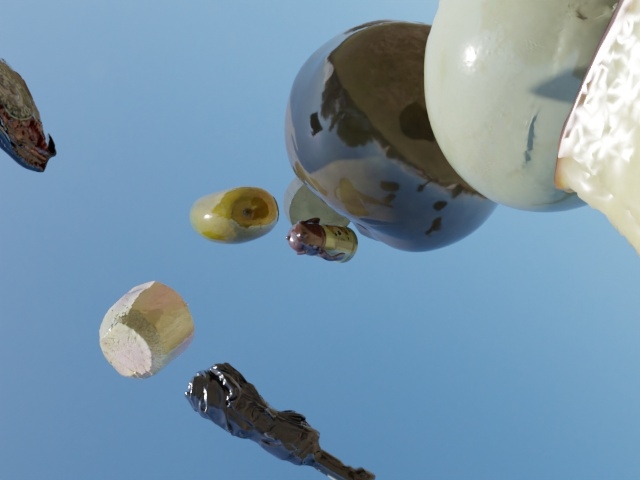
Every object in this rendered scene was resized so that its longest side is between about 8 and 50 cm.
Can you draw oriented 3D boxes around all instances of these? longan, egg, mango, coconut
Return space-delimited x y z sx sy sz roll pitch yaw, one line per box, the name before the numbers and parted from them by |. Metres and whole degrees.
longan | 0.108 -0.138 1.101 0.319 0.319 0.319 33 -154 -18
egg | 0.193 -0.145 0.660 0.219 0.269 0.219 8 -145 -6
mango | -0.141 -0.043 1.335 0.130 0.092 0.194 -15 -168 -20
coconut | -0.296 0.152 1.459 0.147 0.147 0.152 42 -141 3

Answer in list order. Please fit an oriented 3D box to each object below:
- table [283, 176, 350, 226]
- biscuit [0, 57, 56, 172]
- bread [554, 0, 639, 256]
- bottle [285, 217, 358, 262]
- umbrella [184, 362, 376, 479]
table | -0.002 -0.069 1.567 0.133 0.133 0.043 26 -167 -31
biscuit | -0.414 -0.194 1.035 0.235 0.063 0.151 55 -173 25
bread | 0.318 -0.132 0.416 0.333 0.324 0.143 0 -142 -26
bottle | 0.001 0.000 1.012 0.063 0.047 0.101 24 -172 39
umbrella | -0.049 0.227 0.989 0.248 0.071 0.071 32 -157 10
